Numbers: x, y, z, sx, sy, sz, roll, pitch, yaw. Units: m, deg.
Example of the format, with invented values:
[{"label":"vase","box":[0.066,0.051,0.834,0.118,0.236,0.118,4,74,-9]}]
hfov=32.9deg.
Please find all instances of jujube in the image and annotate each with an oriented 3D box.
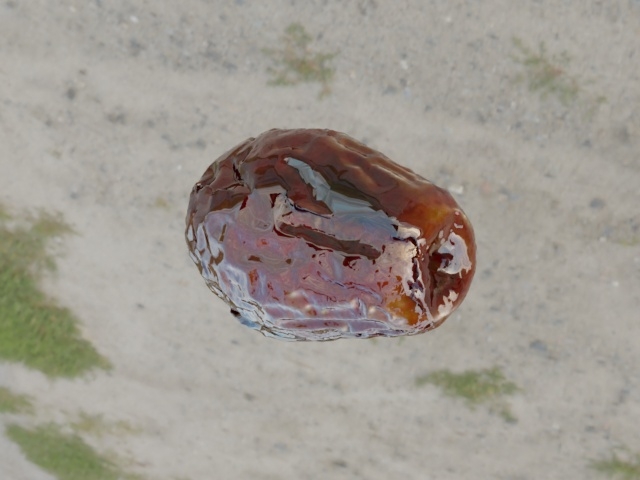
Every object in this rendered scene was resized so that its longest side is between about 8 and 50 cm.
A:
[{"label":"jujube","box":[0.000,0.000,0.960,0.290,0.197,0.197,12,151,45]}]
